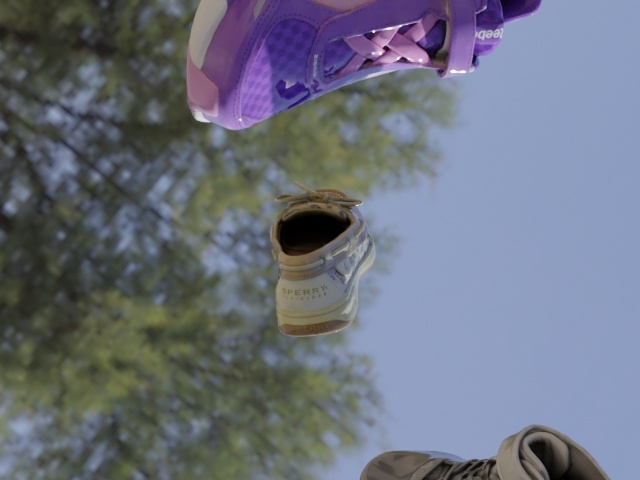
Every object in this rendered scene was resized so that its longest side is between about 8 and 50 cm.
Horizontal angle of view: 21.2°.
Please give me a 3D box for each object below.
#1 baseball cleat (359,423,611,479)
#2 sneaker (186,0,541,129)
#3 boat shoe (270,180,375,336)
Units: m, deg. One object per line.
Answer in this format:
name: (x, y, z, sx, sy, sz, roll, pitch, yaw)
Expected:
baseball cleat: (0.106, 0.145, 1.029, 0.206, 0.109, 0.072, 15, -139, 36)
sneaker: (0.033, -0.116, 0.851, 0.236, 0.104, 0.095, -35, 149, -40)
boat shoe: (0.000, 0.000, 1.754, 0.105, 0.089, 0.285, -9, -157, 4)
